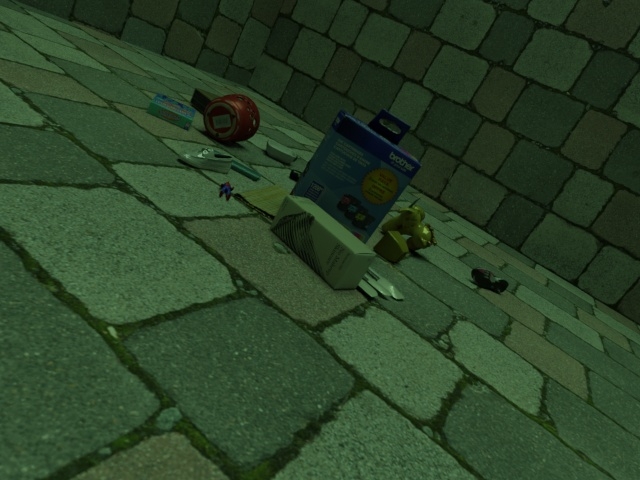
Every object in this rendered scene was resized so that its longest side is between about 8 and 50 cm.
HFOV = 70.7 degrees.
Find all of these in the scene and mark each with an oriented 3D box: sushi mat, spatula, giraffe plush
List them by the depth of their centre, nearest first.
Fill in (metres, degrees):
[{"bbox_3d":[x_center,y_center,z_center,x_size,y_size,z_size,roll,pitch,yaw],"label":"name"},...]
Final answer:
[{"bbox_3d":[0.106,0.085,1.226,0.168,0.019,0.242,4,27,-46],"label":"spatula"},{"bbox_3d":[-0.141,-0.126,1.420,0.151,0.019,0.316,32,18,8],"label":"sushi mat"},{"bbox_3d":[0.362,-0.037,1.715,0.181,0.210,0.170,-21,72,-28],"label":"giraffe plush"}]

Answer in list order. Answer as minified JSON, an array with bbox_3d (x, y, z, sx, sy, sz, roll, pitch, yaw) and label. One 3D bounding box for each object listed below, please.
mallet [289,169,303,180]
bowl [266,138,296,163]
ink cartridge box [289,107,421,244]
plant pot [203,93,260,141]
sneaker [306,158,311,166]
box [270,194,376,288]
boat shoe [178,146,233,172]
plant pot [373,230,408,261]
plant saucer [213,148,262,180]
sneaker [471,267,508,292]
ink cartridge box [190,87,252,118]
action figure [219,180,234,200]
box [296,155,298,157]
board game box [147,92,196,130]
[{"bbox_3d":[-0.054,-0.243,1.759,0.062,0.039,0.190,17,4,-34],"label":"mallet"},{"bbox_3d":[-0.182,-0.393,2.024,0.142,0.053,0.142,23,18,-16],"label":"bowl"},{"bbox_3d":[0.103,-0.195,1.328,0.270,0.395,0.151,29,17,-14],"label":"ink cartridge box"},{"bbox_3d":[-0.360,-0.489,1.806,0.191,0.191,0.174,31,21,7],"label":"plant pot"},{"bbox_3d":[0.077,-0.277,2.001,0.286,0.109,0.130,14,14,-15],"label":"sneaker"},{"bbox_3d":[0.000,0.000,1.144,0.094,0.113,0.275,5,28,-50],"label":"box"},{"bbox_3d":[-0.347,-0.255,1.390,0.184,0.063,0.066,10,26,-45],"label":"boat shoe"},{"bbox_3d":[0.241,0.025,1.482,0.083,0.081,0.081,49,25,23],"label":"plant pot"},{"bbox_3d":[-0.295,-0.259,1.554,0.192,0.018,0.067,27,18,-3],"label":"plant saucer"},{"bbox_3d":[0.651,0.153,1.781,0.178,0.072,0.077,29,4,-26],"label":"sneaker"},{"bbox_3d":[-0.476,-0.631,2.175,0.193,0.088,0.235,42,22,32],"label":"ink cartridge box"},{"bbox_3d":[-0.266,-0.147,1.280,0.038,0.030,0.115,18,18,-16],"label":"action figure"},{"bbox_3d":[-0.147,-0.406,2.164,0.067,0.018,0.083,29,18,-1],"label":"box"},{"bbox_3d":[-0.573,-0.502,1.753,0.160,0.047,0.210,21,20,-21],"label":"board game box"}]
